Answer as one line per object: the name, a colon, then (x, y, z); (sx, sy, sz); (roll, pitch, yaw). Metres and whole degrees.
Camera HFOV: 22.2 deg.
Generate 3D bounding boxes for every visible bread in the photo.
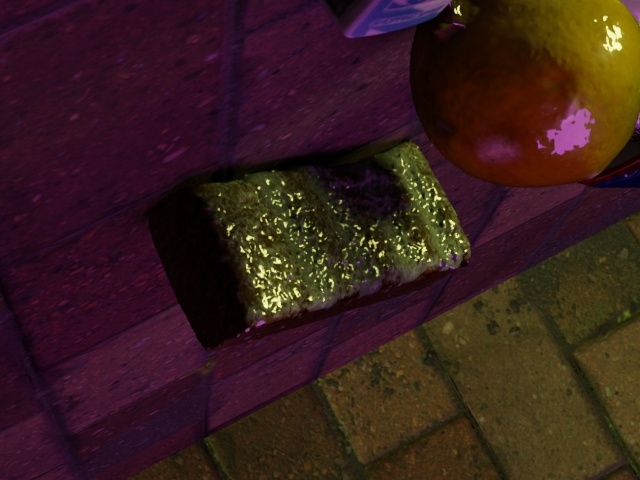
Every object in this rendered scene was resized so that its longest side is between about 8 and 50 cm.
bread: (0.000, 0.000, 1.735); (0.113, 0.165, 0.416); (-36, 167, 35)

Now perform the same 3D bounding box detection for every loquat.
loquat: (0.166, -0.154, 1.411); (0.213, 0.213, 0.246); (-35, 136, 26)

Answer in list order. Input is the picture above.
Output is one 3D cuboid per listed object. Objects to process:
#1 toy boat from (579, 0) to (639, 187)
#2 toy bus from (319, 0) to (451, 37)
toy boat: (0.302, -0.179, 1.572); (0.219, 0.072, 0.318); (-24, 126, 11)
toy bus: (0.084, -0.249, 0.960); (0.106, 0.131, 0.297); (-19, 164, -39)
